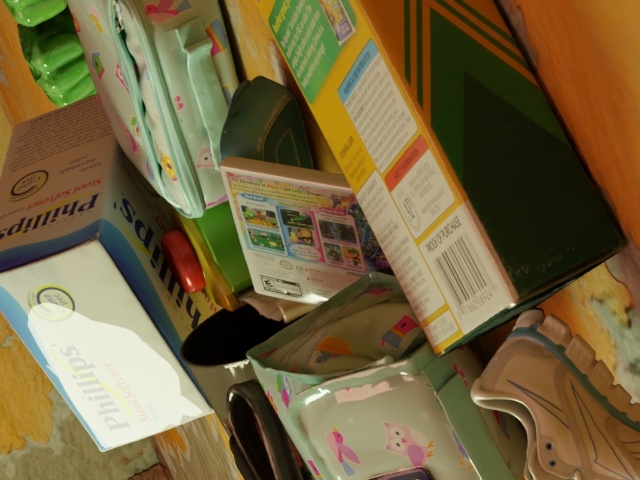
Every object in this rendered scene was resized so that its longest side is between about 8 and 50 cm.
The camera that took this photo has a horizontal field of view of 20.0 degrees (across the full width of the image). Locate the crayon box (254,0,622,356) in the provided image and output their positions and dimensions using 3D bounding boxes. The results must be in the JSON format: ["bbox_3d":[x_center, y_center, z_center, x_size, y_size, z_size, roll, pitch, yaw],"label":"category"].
[{"bbox_3d":[0.057,-0.100,1.167,0.323,0.083,0.203,62,166,7],"label":"crayon box"}]

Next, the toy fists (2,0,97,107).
[{"bbox_3d":[-0.350,-0.288,2.309,0.142,0.096,0.279,-118,9,-55],"label":"toy fists"}]

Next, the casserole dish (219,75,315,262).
[{"bbox_3d":[-0.040,-0.055,1.583,0.037,0.114,0.188,7,133,23],"label":"casserole dish"}]

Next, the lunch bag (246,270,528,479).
[{"bbox_3d":[0.075,0.156,1.371,0.223,0.160,0.262,61,167,-13],"label":"lunch bag"}]

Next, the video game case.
[{"bbox_3d":[0.000,0.000,1.507,0.157,0.019,0.143,11,134,29],"label":"video game case"}]

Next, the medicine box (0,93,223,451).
[{"bbox_3d":[-0.223,0.027,1.956,0.289,0.149,0.263,-90,-25,-53],"label":"medicine box"}]

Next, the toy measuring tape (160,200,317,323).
[{"bbox_3d":[-0.086,0.008,1.815,0.121,0.121,0.330,68,166,-12],"label":"toy measuring tape"}]

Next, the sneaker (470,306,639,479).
[{"bbox_3d":[0.169,0.133,1.097,0.190,0.083,0.071,41,162,15],"label":"sneaker"}]

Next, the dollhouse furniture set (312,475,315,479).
[{"bbox_3d":[0.041,0.170,1.620,0.123,0.144,0.151,57,179,45],"label":"dollhouse furniture set"}]

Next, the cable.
[{"bbox_3d":[-0.005,0.216,1.494,0.287,0.072,0.139,55,158,34],"label":"cable"}]

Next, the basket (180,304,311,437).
[{"bbox_3d":[-0.019,0.178,1.800,0.227,0.154,0.204,65,165,-15],"label":"basket"}]

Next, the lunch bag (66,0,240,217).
[{"bbox_3d":[-0.156,-0.171,1.763,0.224,0.107,0.279,47,158,52],"label":"lunch bag"}]
